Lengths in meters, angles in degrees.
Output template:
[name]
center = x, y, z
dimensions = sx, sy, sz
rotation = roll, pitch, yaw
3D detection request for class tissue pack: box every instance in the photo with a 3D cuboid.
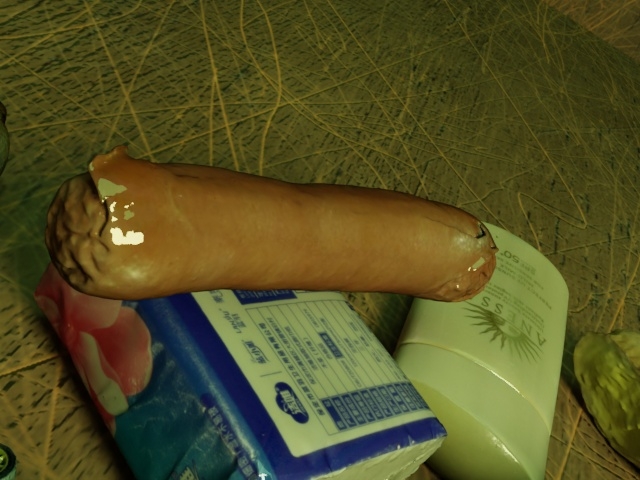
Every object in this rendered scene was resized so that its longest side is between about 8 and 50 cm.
[tissue pack]
center = -0.064, 0.100, 0.651
dimensions = 0.209, 0.137, 0.270
rotation = -7, 47, -46

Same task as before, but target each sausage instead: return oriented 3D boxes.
[sausage]
center = 0.000, 0.000, 0.631
dimensions = 0.419, 0.094, 0.094
rotation = 5, 78, -44

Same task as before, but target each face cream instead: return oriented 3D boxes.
[face cream]
center = 0.167, 0.107, 0.864
dimensions = 0.173, 0.081, 0.348
rotation = 33, 35, 0

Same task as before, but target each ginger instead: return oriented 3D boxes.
[ginger]
center = 0.408, 0.223, 0.877
dimensions = 0.354, 0.126, 0.190
rotation = 41, 56, 6

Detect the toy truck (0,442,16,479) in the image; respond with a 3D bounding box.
[toy truck]
center = -0.258, 0.138, 0.452
dimensions = 0.191, 0.085, 0.116
rotation = 26, 28, 18

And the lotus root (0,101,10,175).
[lotus root]
center = -0.319, -0.073, 0.695
dimensions = 0.113, 0.088, 0.192
rotation = 25, 35, 0
